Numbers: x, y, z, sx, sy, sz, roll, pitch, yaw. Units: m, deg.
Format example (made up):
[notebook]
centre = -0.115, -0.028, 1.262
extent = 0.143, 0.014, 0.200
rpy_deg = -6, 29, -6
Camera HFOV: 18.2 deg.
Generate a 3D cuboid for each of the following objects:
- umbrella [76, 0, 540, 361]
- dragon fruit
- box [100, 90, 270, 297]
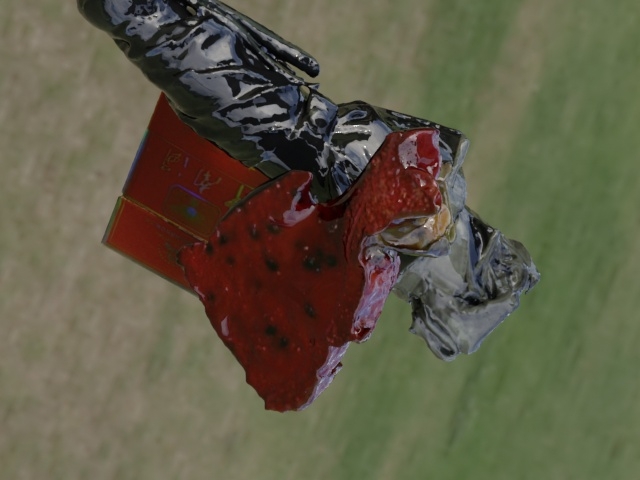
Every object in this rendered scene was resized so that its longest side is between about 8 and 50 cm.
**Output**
[umbrella]
centre = -0.003, -0.066, 1.301
extent = 0.106, 0.358, 0.113
rpy_deg = -43, -165, 27
[dragon fruit]
centre = 0.012, -0.003, 1.178
extent = 0.092, 0.122, 0.192
rpy_deg = -24, 157, -54
[box]
centre = -0.079, -0.045, 1.432
extent = 0.175, 0.112, 0.048
rpy_deg = -65, 175, 35
